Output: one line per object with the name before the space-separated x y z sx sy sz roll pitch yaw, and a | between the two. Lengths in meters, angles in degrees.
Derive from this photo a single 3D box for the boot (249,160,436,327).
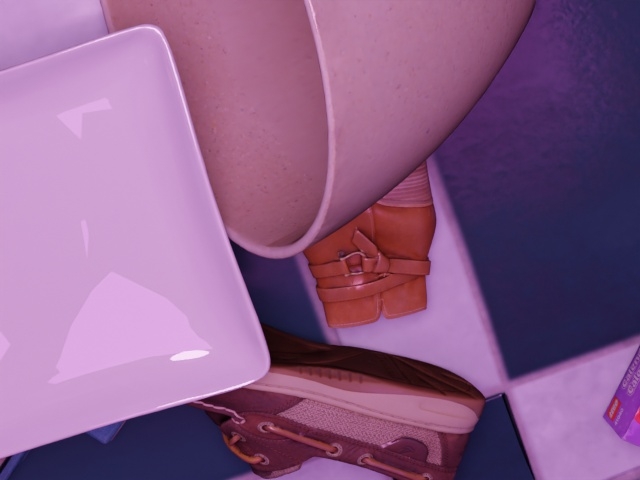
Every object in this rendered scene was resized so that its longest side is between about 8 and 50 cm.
boot | 0.000 0.000 1.016 0.197 0.073 0.152 -4 110 -2

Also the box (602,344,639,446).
box | 0.429 0.131 1.101 0.293 0.057 0.201 22 101 -11

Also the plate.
plate | -0.205 0.009 0.901 0.277 0.045 0.278 -17 104 1

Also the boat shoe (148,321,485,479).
boat shoe | -0.036 0.145 1.028 0.342 0.123 0.123 12 102 -15

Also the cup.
cup | 0.011 -0.182 0.868 0.237 0.331 0.331 -23 108 -26

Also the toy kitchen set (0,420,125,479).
toy kitchen set | -0.252 0.194 0.991 0.122 0.166 0.207 33 100 -13
